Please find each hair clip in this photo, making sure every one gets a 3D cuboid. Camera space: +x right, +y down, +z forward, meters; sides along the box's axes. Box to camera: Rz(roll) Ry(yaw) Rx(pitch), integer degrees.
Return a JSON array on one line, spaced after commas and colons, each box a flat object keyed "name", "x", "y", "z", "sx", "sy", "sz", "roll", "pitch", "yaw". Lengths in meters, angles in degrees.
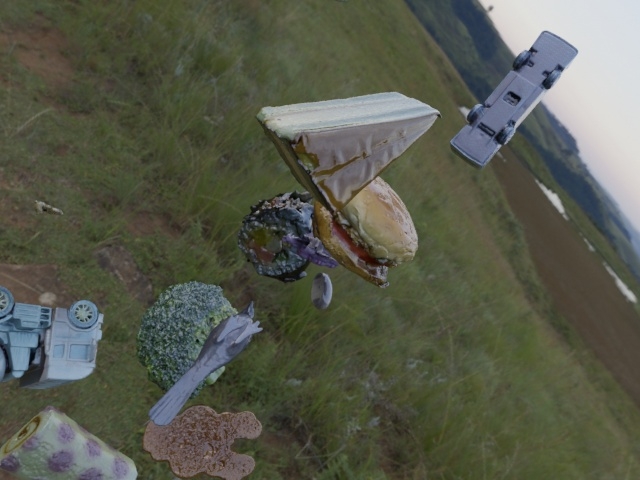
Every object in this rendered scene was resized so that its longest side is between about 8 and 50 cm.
[{"name": "hair clip", "x": -0.006, "y": 0.011, "z": 1.123, "sx": 0.137, "sy": 0.090, "sz": 0.278, "roll": 33, "pitch": 20, "yaw": 10}]

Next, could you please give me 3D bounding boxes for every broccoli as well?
[{"name": "broccoli", "x": -0.339, "y": 0.273, "z": 1.350, "sx": 0.302, "sy": 0.249, "sz": 0.375, "roll": 40, "pitch": 19, "yaw": -29}]

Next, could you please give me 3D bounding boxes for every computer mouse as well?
[{"name": "computer mouse", "x": 0.007, "y": 0.133, "z": 1.255, "sx": 0.040, "sy": 0.066, "sz": 0.096, "roll": 17, "pitch": 65, "yaw": -30}]

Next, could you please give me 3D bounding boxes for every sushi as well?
[{"name": "sushi", "x": -0.110, "y": -0.025, "z": 1.371, "sx": 0.239, "sy": 0.224, "sz": 0.218, "roll": 1, "pitch": 26, "yaw": -5}]

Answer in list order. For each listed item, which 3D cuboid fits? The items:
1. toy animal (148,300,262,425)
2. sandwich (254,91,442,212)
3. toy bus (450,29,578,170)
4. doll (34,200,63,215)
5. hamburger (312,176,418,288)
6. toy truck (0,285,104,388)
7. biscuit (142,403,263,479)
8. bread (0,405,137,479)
[{"name": "toy animal", "x": -0.208, "y": 0.227, "z": 1.042, "sx": 0.081, "sy": 0.206, "sz": 0.367, "roll": 42, "pitch": 44, "yaw": -4}, {"name": "sandwich", "x": 0.033, "y": -0.126, "z": 0.492, "sx": 0.079, "sy": 0.163, "sz": 0.113, "roll": 45, "pitch": -6, "yaw": 42}, {"name": "toy bus", "x": 0.449, "y": -0.319, "z": 1.134, "sx": 0.109, "sy": 0.329, "sz": 0.136, "roll": 42, "pitch": 7, "yaw": 16}, {"name": "doll", "x": -0.972, "y": -0.116, "z": 1.715, "sx": 0.093, "sy": 0.061, "sz": 0.051, "roll": -2, "pitch": 69, "yaw": -13}, {"name": "hamburger", "x": 0.094, "y": -0.035, "z": 0.988, "sx": 0.244, "sy": 0.163, "sz": 0.244, "roll": 38, "pitch": 20, "yaw": -16}, {"name": "toy truck", "x": -0.418, "y": 0.140, "z": 0.611, "sx": 0.257, "sy": 0.108, "sz": 0.140, "roll": 24, "pitch": 52, "yaw": -51}, {"name": "biscuit", "x": -0.302, "y": 0.513, "z": 1.228, "sx": 0.296, "sy": 0.044, "sz": 0.185, "roll": 10, "pitch": 60, "yaw": 3}, {"name": "bread", "x": -0.720, "y": 0.648, "z": 1.388, "sx": 0.338, "sy": 0.187, "sz": 0.155, "roll": 50, "pitch": -15, "yaw": -26}]
